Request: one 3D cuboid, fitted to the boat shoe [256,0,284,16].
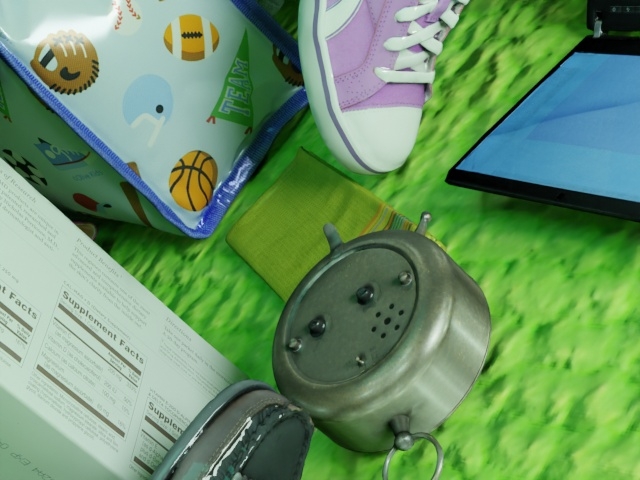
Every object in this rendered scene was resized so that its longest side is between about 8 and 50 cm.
[{"bbox_3d":[-0.055,-0.285,1.338,0.116,0.099,0.319,-56,5,23],"label":"boat shoe"}]

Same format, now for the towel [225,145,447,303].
[{"bbox_3d":[0.000,0.000,0.975,0.102,0.021,0.237,-45,29,-2],"label":"towel"}]

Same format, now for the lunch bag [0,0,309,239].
[{"bbox_3d":[-0.253,-0.186,1.160,0.327,0.385,0.239,7,57,53],"label":"lunch bag"}]

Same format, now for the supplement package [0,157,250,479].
[{"bbox_3d":[-0.211,0.101,0.866,0.204,0.262,0.145,-27,34,29],"label":"supplement package"}]

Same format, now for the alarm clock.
[{"bbox_3d":[0.036,0.069,0.793,0.129,0.064,0.192,-33,44,17],"label":"alarm clock"}]

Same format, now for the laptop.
[{"bbox_3d":[0.193,-0.156,0.802,0.234,0.136,0.265,16,109,57],"label":"laptop"}]

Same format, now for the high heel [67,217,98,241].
[{"bbox_3d":[-0.294,0.039,1.153,0.117,0.082,0.244,-20,3,32],"label":"high heel"}]

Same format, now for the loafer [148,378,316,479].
[{"bbox_3d":[-0.068,0.222,0.721,0.095,0.109,0.303,16,70,36],"label":"loafer"}]

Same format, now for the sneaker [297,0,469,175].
[{"bbox_3d":[0.073,-0.179,0.925,0.161,0.102,0.282,10,104,42],"label":"sneaker"}]
